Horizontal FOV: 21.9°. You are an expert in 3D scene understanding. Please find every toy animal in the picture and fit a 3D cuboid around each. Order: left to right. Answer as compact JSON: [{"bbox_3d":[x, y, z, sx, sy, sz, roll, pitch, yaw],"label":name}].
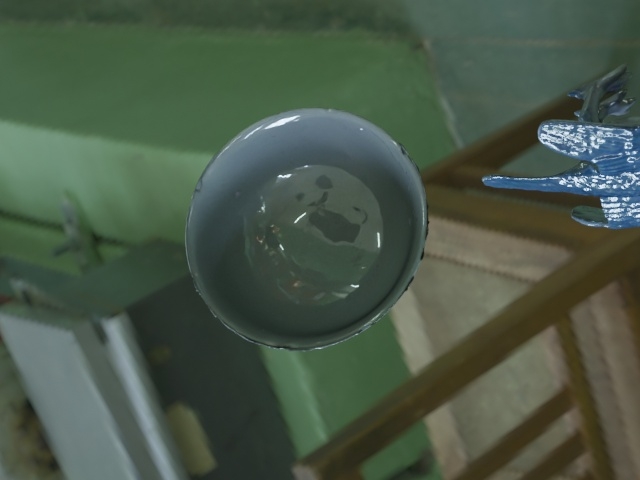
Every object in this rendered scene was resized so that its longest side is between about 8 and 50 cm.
[{"bbox_3d":[0.276,-0.066,1.444,0.239,0.255,0.176,52,-165,-60],"label":"toy animal"}]

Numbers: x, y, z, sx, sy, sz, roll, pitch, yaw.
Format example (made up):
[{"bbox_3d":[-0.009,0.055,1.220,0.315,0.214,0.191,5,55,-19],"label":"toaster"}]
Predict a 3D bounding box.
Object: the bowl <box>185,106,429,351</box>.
[{"bbox_3d":[0.000,0.000,1.258,0.189,0.189,0.086,48,-178,22],"label":"bowl"}]
